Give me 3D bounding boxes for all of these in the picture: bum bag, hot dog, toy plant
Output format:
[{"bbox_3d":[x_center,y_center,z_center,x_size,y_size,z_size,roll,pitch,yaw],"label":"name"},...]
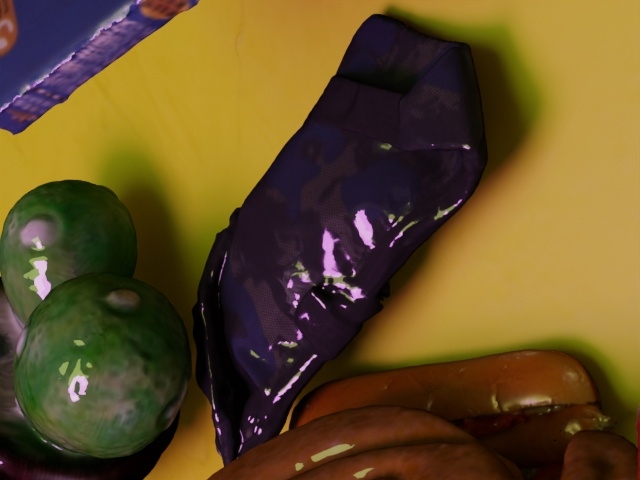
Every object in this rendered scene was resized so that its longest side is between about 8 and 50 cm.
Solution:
[{"bbox_3d":[0.000,0.000,0.956,0.310,0.074,0.137,-54,44,32],"label":"bum bag"},{"bbox_3d":[0.068,0.110,0.925,0.235,0.062,0.092,-17,84,45],"label":"hot dog"},{"bbox_3d":[-0.164,0.081,1.059,0.235,0.175,0.218,-64,32,35],"label":"toy plant"}]

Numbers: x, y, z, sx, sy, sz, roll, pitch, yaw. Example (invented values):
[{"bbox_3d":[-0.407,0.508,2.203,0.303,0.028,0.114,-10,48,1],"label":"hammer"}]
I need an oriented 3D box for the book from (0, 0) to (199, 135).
[{"bbox_3d":[-0.040,-0.277,0.816,0.428,0.039,0.300,-32,58,28],"label":"book"}]

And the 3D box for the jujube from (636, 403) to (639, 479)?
[{"bbox_3d":[0.218,0.064,0.685,0.190,0.190,0.255,-18,75,45],"label":"jujube"}]

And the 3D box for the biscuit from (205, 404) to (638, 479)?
[{"bbox_3d":[0.005,0.200,0.744,0.070,0.350,0.394,53,174,-26],"label":"biscuit"}]
